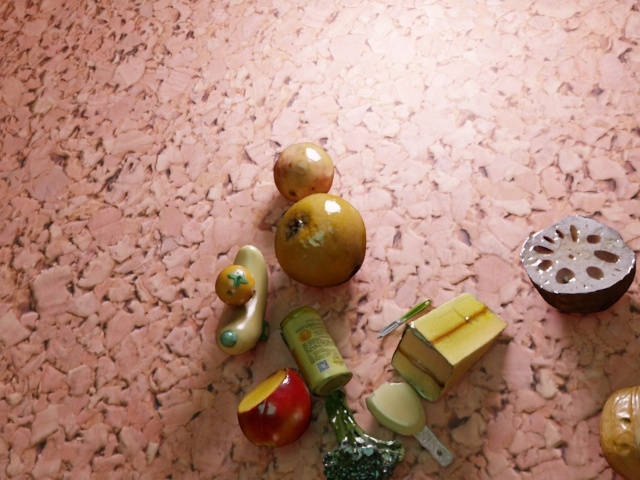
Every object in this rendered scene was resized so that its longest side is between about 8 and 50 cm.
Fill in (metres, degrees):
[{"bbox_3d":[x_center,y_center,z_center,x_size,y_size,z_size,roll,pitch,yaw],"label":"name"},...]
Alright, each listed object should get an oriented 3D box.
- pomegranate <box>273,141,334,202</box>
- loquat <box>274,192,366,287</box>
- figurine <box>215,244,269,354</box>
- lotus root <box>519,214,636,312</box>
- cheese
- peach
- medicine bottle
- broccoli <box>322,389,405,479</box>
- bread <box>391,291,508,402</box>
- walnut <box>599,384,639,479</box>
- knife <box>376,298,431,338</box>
[{"bbox_3d":[-0.050,-0.205,2.112,0.191,0.191,0.191,-5,61,9],"label":"pomegranate"},{"bbox_3d":[0.000,0.000,1.951,0.263,0.263,0.263,-5,61,9],"label":"loquat"},{"bbox_3d":[-0.219,0.155,1.928,0.124,0.222,0.324,-1,62,14],"label":"figurine"},{"bbox_3d":[0.657,0.079,1.811,0.272,0.192,0.272,-11,54,15],"label":"lotus root"},{"bbox_3d":[0.234,0.456,1.768,0.127,0.050,0.255,-36,67,-24],"label":"cheese"},{"bbox_3d":[-0.117,0.419,1.785,0.190,0.190,0.192,-7,80,8],"label":"peach"},{"bbox_3d":[-0.019,0.287,1.875,0.124,0.124,0.239,-29,58,-4],"label":"medicine bottle"},{"bbox_3d":[0.105,0.487,1.736,0.199,0.177,0.274,-5,45,7],"label":"broccoli"},{"bbox_3d":[0.339,0.276,1.852,0.264,0.163,0.168,-22,53,-37],"label":"bread"},{"bbox_3d":[0.734,0.437,1.603,0.193,0.193,0.225,10,65,17],"label":"walnut"},{"bbox_3d":[0.226,0.213,1.920,0.184,0.026,0.022,-33,100,-9],"label":"knife"}]
